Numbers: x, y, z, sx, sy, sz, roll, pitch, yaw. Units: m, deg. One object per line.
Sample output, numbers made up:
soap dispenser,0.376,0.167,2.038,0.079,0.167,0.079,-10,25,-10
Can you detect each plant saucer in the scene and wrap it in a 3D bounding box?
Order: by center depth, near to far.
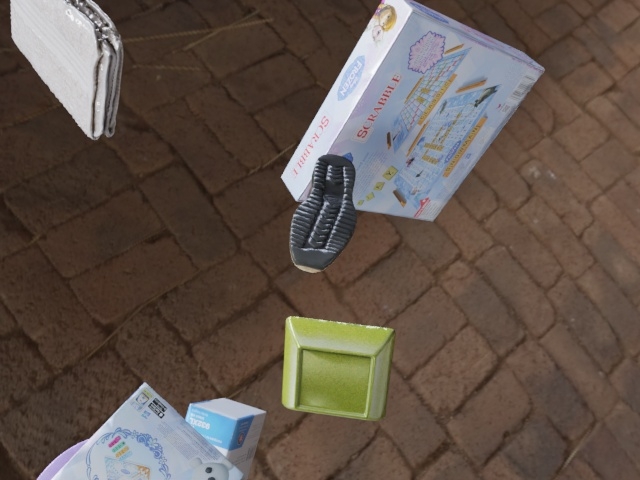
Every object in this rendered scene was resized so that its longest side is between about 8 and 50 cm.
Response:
plant saucer,0.025,0.232,1.123,0.188,0.188,0.045,6,23,6

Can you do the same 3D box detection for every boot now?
boot,0.000,0.000,0.850,0.077,0.137,0.198,18,44,2

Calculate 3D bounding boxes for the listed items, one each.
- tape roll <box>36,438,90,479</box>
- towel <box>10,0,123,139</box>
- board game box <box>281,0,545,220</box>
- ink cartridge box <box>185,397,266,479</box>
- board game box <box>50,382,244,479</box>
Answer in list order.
tape roll,-0.323,0.450,1.035,0.275,0.090,0.275,3,70,-8
towel,-0.384,-0.297,0.964,0.049,0.187,0.282,-26,63,-39
board game box,0.145,-0.182,1.011,0.318,0.319,0.066,6,38,-41
ink cartridge box,-0.255,0.544,1.542,0.129,0.223,0.307,14,83,14
board game box,-0.112,0.155,0.418,0.090,0.020,0.090,43,67,0
